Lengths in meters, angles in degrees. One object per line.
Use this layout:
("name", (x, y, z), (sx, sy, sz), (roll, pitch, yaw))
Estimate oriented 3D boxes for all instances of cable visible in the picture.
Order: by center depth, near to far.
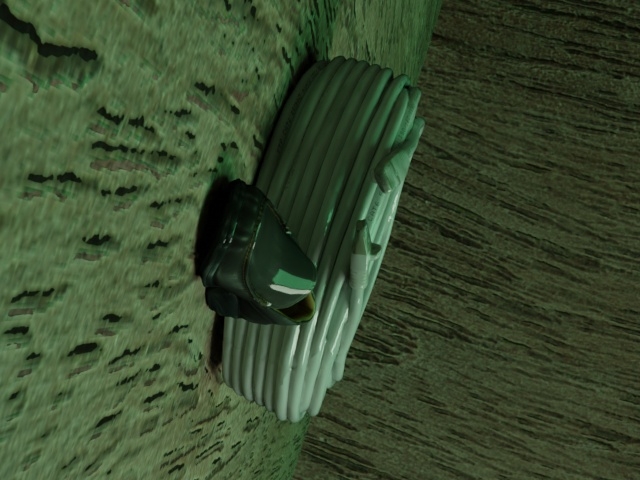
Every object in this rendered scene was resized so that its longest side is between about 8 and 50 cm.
("cable", (0.000, 0.000, 1.052), (0.257, 0.089, 0.257), (-68, 175, -59))

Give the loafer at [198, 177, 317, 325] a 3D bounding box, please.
("loafer", (-0.030, 0.010, 0.849), (0.170, 0.061, 0.062), (87, 22, -77))
